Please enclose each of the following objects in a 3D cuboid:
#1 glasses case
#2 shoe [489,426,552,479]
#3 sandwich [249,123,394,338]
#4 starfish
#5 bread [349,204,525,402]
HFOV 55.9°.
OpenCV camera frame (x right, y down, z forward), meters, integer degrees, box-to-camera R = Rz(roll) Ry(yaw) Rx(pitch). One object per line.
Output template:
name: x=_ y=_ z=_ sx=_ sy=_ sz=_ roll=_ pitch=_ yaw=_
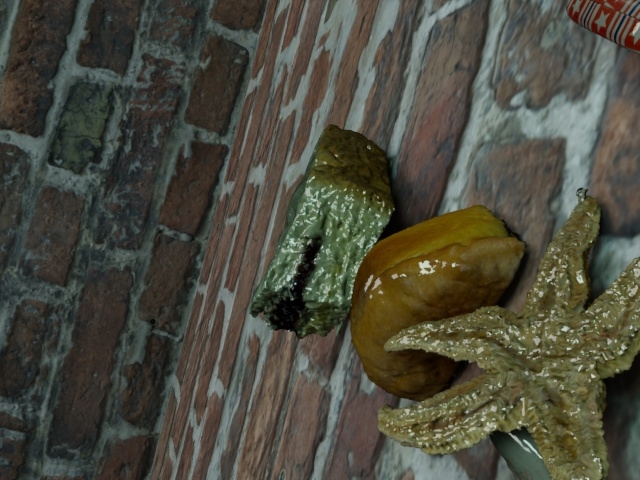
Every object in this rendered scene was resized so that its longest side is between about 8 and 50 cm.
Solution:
glasses case: x=0.270 y=-0.180 z=0.491 sx=0.194 sy=0.073 sz=0.049 roll=-108 pitch=32 yaw=-55
shoe: x=0.173 y=0.171 z=0.511 sx=0.079 sy=0.078 sz=0.195 roll=125 pitch=155 yaw=-42
sandwich: x=0.001 y=0.000 z=0.889 sx=0.325 sy=0.131 sz=0.262 roll=-80 pitch=12 yaw=-64
starfish: x=0.178 y=0.079 z=0.492 sx=0.302 sy=0.060 sz=0.299 roll=-47 pitch=18 yaw=-1
bread: x=0.103 y=0.069 z=0.680 sx=0.129 sy=0.134 sz=0.260 roll=-104 pitch=34 yaw=-54
